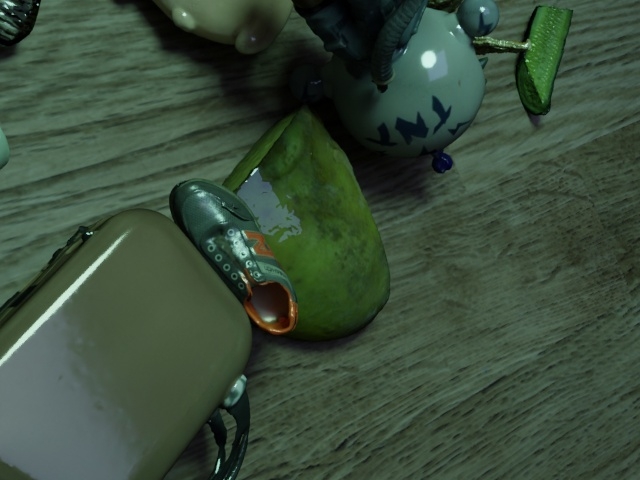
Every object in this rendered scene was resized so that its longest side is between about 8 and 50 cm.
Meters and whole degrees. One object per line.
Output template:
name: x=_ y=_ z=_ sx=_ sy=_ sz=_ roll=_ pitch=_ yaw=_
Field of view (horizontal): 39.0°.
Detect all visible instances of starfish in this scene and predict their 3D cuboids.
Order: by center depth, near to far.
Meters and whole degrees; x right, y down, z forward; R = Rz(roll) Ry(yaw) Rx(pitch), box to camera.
starfish: x=0.158 y=-0.280 z=1.200 sx=0.295 sy=0.231 sz=0.048 roll=28 pitch=81 yaw=-46

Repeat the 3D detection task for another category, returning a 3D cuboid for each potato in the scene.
potato: x=0.000 y=0.000 z=1.066 sx=0.255 sy=0.112 sz=0.269 roll=46 pitch=59 yaw=-15

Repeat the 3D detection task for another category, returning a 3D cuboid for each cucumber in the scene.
cucumber: x=0.339 y=-0.291 z=1.413 sx=0.070 sy=0.046 sz=0.220 roll=30 pitch=60 yaw=-21

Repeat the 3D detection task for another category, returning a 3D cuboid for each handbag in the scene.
handbag: x=-0.193 y=0.151 z=0.871 sx=0.283 sy=0.149 sz=0.302 roll=45 pitch=55 yaw=-12

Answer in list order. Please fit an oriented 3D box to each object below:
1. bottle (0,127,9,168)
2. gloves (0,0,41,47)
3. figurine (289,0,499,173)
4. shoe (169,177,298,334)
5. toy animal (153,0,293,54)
bottle: x=-0.402 y=-0.037 z=0.810 sx=0.104 sy=0.104 sz=0.245 roll=48 pitch=55 yaw=-13
gloves: x=-0.406 y=-0.297 z=0.859 sx=0.312 sy=0.135 sz=0.210 roll=21 pitch=85 yaw=-50
figurine: x=0.071 y=-0.229 z=1.060 sx=0.382 sy=0.261 sz=0.186 roll=46 pitch=47 yaw=-52
shoe: x=-0.082 y=0.019 z=0.928 sx=0.074 sy=0.077 sz=0.194 roll=-35 pitch=111 yaw=-2
toy animal: x=-0.098 y=-0.420 z=1.033 sx=0.277 sy=0.247 sz=0.345 roll=30 pitch=62 yaw=-22
